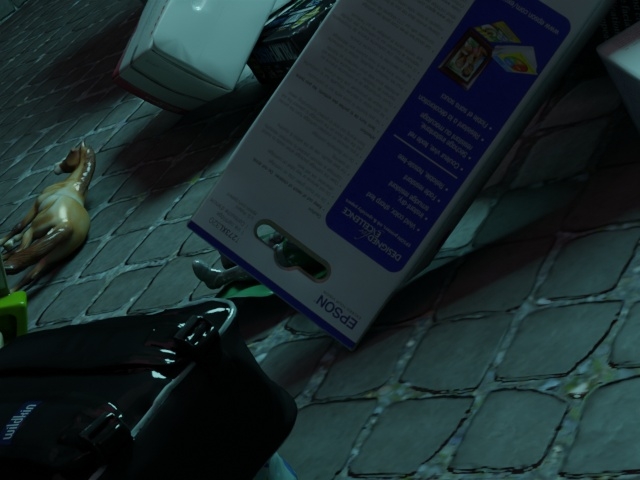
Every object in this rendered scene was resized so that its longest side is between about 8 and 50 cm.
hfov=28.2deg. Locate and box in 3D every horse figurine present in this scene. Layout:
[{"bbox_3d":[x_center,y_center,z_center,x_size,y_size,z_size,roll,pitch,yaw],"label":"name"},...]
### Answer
[{"bbox_3d":[-0.338,-0.017,1.554,0.174,0.066,0.263,-37,21,6],"label":"horse figurine"}]

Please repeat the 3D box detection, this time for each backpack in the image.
[{"bbox_3d":[-0.157,0.155,0.834,0.254,0.191,0.225,-3,34,37],"label":"backpack"}]

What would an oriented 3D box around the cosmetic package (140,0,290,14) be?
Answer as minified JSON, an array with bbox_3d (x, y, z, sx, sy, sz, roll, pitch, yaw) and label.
[{"bbox_3d":[-0.176,-0.537,2.026,0.327,0.329,0.394,-36,23,-6],"label":"cosmetic package"}]

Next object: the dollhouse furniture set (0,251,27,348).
[{"bbox_3d":[-0.375,0.103,1.176,0.198,0.151,0.301,-10,23,-8],"label":"dollhouse furniture set"}]

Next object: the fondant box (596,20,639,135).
[{"bbox_3d":[0.357,-0.113,0.835,0.238,0.096,0.330,-31,23,4],"label":"fondant box"}]

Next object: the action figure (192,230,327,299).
[{"bbox_3d":[0.000,0.000,1.110,0.232,0.063,0.137,-14,26,29],"label":"action figure"}]

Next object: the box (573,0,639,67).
[{"bbox_3d":[0.228,-0.331,1.164,0.396,0.212,0.293,15,50,40],"label":"box"}]

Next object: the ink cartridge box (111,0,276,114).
[{"bbox_3d":[-0.153,-0.282,1.611,0.207,0.117,0.283,-65,17,-8],"label":"ink cartridge box"}]

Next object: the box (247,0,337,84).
[{"bbox_3d":[0.056,-0.299,1.544,0.293,0.073,0.295,-39,13,-9],"label":"box"}]

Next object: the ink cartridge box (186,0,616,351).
[{"bbox_3d":[0.069,-0.112,1.008,0.371,0.176,0.069,-55,-15,3],"label":"ink cartridge box"}]
